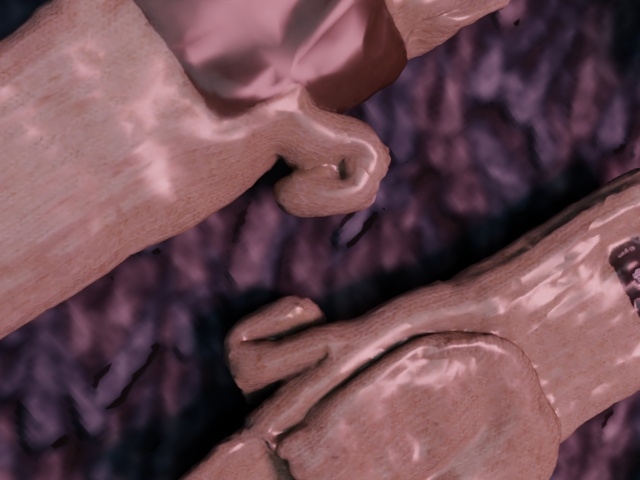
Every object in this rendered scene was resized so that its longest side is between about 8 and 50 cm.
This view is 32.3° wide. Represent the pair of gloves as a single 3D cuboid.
[{"bbox_3d":[0.000,0.000,0.353,0.204,0.042,0.240,-40,110,-5],"label":"pair of gloves"}]
